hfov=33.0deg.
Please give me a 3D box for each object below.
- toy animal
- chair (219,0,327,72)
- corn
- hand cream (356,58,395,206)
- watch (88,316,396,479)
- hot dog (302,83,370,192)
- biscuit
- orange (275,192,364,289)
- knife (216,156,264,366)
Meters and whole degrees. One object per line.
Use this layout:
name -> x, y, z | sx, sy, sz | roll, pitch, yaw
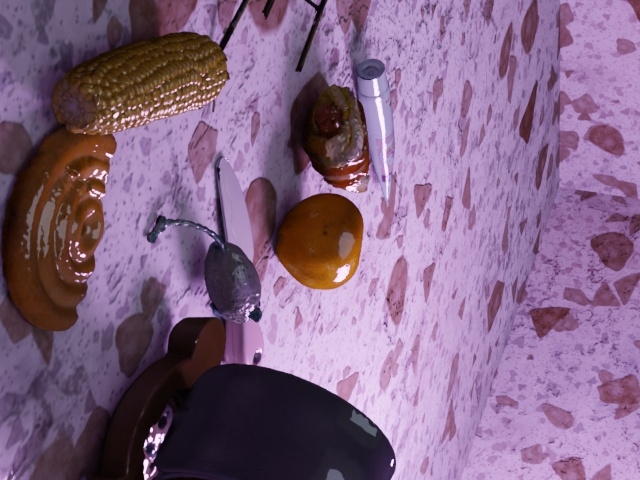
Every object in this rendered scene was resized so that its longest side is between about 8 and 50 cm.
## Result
toy animal -> -0.134, 0.031, 1.399 | 0.253, 0.070, 0.079 | 58, 29, -50
chair -> -0.044, -0.386, 1.336 | 0.325, 0.170, 0.160 | -65, 154, -18
corn -> -0.186, -0.169, 1.154 | 0.260, 0.091, 0.091 | -37, 153, -60
hand cream -> 0.105, -0.194, 1.951 | 0.331, 0.058, 0.085 | 79, 12, -53
watch -> -0.075, 0.300, 1.332 | 0.335, 0.327, 0.314 | 77, 32, -48
hot dog -> 0.026, -0.155, 1.704 | 0.213, 0.103, 0.146 | 74, 11, -66
biscuit -> -0.266, -0.021, 1.099 | 0.144, 0.033, 0.224 | 29, 72, -68
orange -> 0.000, 0.000, 1.676 | 0.155, 0.134, 0.154 | -168, -90, -88
knife -> -0.110, 0.036, 1.518 | 0.081, 0.043, 0.336 | -41, 136, -56
